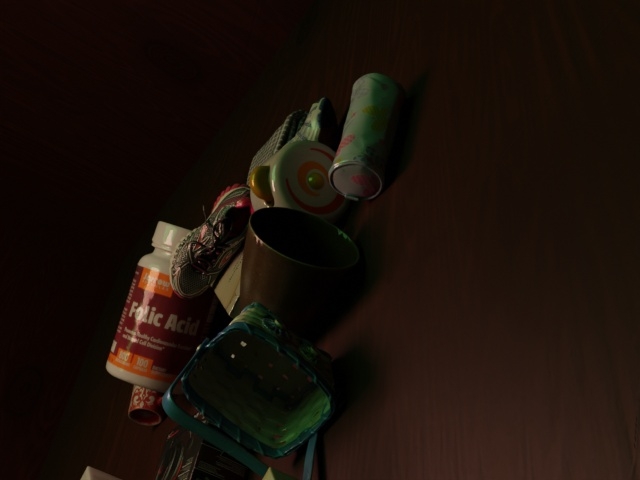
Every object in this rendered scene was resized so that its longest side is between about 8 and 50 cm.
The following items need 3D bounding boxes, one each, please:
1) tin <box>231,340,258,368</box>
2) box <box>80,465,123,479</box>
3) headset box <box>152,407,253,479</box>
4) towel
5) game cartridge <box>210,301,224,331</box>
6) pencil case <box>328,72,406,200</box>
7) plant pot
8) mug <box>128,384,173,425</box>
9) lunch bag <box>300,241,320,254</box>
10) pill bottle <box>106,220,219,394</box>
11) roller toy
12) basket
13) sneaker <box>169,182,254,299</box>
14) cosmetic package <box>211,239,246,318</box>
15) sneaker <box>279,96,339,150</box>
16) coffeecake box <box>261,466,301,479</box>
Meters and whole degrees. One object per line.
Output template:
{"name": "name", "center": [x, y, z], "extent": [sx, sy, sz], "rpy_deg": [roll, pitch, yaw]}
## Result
{"name": "tin", "center": [-0.182, 0.285, 1.850], "extent": [0.106, 0.040, 0.190], "rpy_deg": [-39, 28, 58]}
{"name": "box", "center": [-0.470, 0.625, 1.876], "extent": [0.182, 0.180, 0.119], "rpy_deg": [-62, 18, -5]}
{"name": "headset box", "center": [-0.239, 0.478, 1.594], "extent": [0.218, 0.110, 0.293], "rpy_deg": [-41, 27, 45]}
{"name": "towel", "center": [-0.108, -0.172, 2.190], "extent": [0.235, 0.121, 0.284], "rpy_deg": [-39, 29, 51]}
{"name": "game cartridge", "center": [-0.283, 0.133, 2.314], "extent": [0.297, 0.062, 0.198], "rpy_deg": [-59, 14, 7]}
{"name": "pencil case", "center": [0.094, -0.211, 1.725], "extent": [0.124, 0.113, 0.273], "rpy_deg": [126, 163, -51]}
{"name": "plant pot", "center": [-0.066, 0.090, 1.608], "extent": [0.215, 0.215, 0.231], "rpy_deg": [-100, 29, -62]}
{"name": "mug", "center": [-0.441, 0.388, 2.270], "extent": [0.150, 0.113, 0.169], "rpy_deg": [-46, 27, 43]}
{"name": "lunch bag", "center": [0.000, 0.000, 1.708], "extent": [0.071, 0.083, 0.053], "rpy_deg": [-60, 18, 0]}
{"name": "pill bottle", "center": [-0.372, 0.165, 2.132], "extent": [0.224, 0.224, 0.393], "rpy_deg": [-170, 97, -71]}
{"name": "roller toy", "center": [-0.039, -0.109, 1.791], "extent": [0.191, 0.209, 0.146], "rpy_deg": [-53, 14, -30]}
{"name": "basket", "center": [-0.106, 0.244, 1.363], "extent": [0.201, 0.254, 0.289], "rpy_deg": [-47, 11, 30]}
{"name": "sneaker", "center": [-0.245, 0.005, 1.941], "extent": [0.299, 0.120, 0.112], "rpy_deg": [-57, 20, 8]}
{"name": "cosmetic package", "center": [-0.149, 0.088, 1.930], "extent": [0.160, 0.113, 0.309], "rpy_deg": [-61, 17, 0]}
{"name": "sneaker", "center": [-0.039, -0.231, 2.037], "extent": [0.130, 0.112, 0.297], "rpy_deg": [-9, 43, 23]}
{"name": "coffeecake box", "center": [-0.003, 0.377, 1.067], "extent": [0.068, 0.142, 0.185], "rpy_deg": [-60, 18, 3]}
